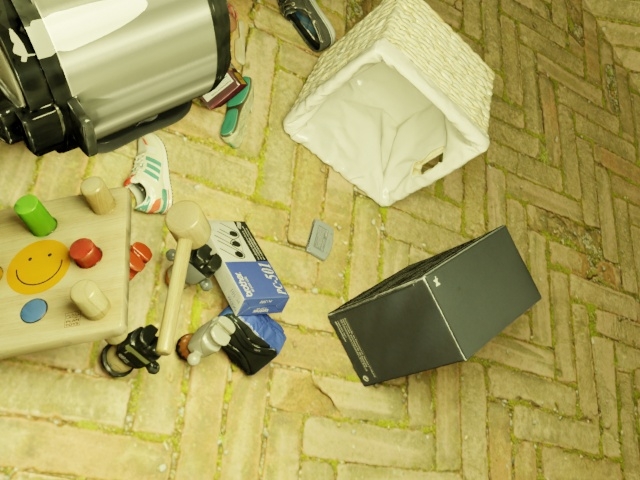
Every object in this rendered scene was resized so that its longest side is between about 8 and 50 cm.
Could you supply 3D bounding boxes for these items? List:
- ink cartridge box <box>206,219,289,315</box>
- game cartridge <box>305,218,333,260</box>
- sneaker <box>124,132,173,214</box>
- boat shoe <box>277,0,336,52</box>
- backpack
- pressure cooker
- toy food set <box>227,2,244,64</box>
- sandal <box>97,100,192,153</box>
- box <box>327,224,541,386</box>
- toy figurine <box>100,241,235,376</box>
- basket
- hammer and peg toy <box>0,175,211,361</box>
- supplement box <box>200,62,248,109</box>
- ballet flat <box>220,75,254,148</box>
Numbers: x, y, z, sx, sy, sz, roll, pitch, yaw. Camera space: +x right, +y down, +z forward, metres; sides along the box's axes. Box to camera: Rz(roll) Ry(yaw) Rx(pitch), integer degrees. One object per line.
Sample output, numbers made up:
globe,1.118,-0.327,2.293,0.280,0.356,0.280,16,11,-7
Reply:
ink cartridge box,-0.146,0.046,1.320,0.097,0.046,0.207,1,42,-37
game cartridge,0.000,0.000,1.533,0.056,0.017,0.083,29,56,-21
sneaker,-0.319,-0.125,1.312,0.075,0.057,0.162,-2,75,-44
boat shoe,-0.056,-0.536,1.686,0.229,0.080,0.076,53,47,-17
backpack,-0.134,0.166,1.307,0.120,0.098,0.101,42,27,-9
pressure cooker,-0.397,-0.338,1.120,0.420,0.369,0.376,-29,117,-24
toy food set,-0.232,-0.477,1.522,0.217,0.071,0.128,20,60,-30
sandal,-0.327,-0.239,1.330,0.097,0.055,0.254,28,47,19
box,0.231,0.136,1.467,0.296,0.294,0.183,-27,88,-41
toy figurine,-0.264,0.113,1.202,0.209,0.148,0.213,-2,70,-44
basket,0.156,-0.309,1.583,0.331,0.328,0.267,36,50,-23
hammer and peg toy,-0.343,0.038,1.026,0.361,0.127,0.266,-10,53,2
supplement box,-0.237,-0.359,1.433,0.188,0.080,0.104,52,10,-8
ballet flat,-0.169,-0.264,1.503,0.052,0.057,0.168,50,47,-47
